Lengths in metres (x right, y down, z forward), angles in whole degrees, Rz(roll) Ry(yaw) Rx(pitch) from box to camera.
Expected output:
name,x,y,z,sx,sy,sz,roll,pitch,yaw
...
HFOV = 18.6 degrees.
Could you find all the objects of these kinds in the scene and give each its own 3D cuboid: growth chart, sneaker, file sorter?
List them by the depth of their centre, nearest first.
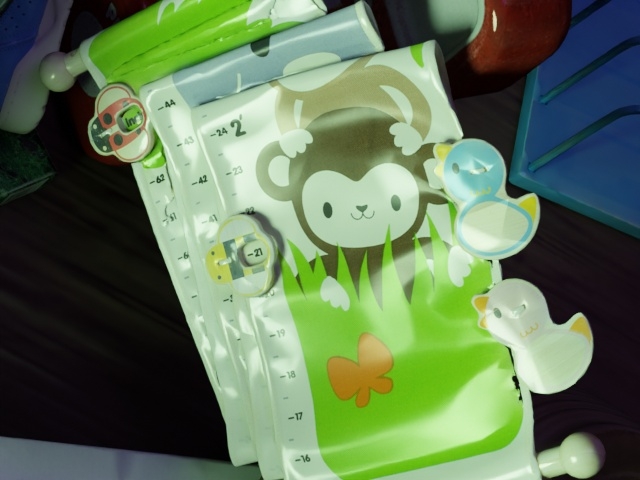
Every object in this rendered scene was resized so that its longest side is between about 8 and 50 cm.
name,x,y,z,sx,sy,sz,roll,pitch,yaw
growth chart,0.000,0.000,0.726,0.021,0.172,0.237,-10,74,-58
sneaker,-0.140,-0.121,0.782,0.084,0.058,0.152,10,111,-21
file sorter,0.183,-0.098,0.984,0.118,0.104,0.170,22,64,-19

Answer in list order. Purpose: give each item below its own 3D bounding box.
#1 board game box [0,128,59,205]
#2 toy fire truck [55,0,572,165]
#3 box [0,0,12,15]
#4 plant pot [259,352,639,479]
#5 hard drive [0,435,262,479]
name,x,y,z,sx,sy,sz,roll,pitch,yaw
board game box,-0.227,-0.114,0.816,0.136,0.030,0.260,-27,86,-35
toy fire truck,-0.009,-0.176,0.820,0.169,0.254,0.302,-8,76,-30
box,-0.222,-0.091,0.697,0.184,0.103,0.261,38,91,-13
plant pot,0.093,0.145,0.794,0.237,0.109,0.237,17,60,-31
hard drive,-0.055,0.261,0.762,0.233,0.047,0.353,10,68,-25
